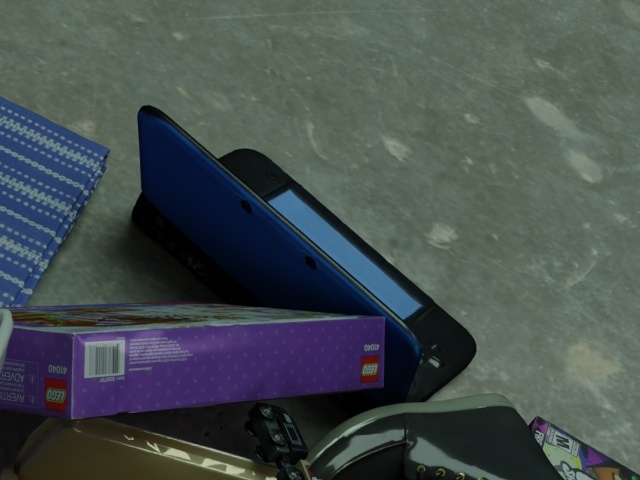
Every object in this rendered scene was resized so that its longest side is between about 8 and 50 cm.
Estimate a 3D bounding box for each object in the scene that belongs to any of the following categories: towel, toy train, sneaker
[{"bbox_3d":[-0.321,-0.027,1.295,0.243,0.040,0.336,26,35,-4],"label":"towel"},{"bbox_3d":[-0.009,0.170,1.080,0.036,0.027,0.158,14,37,-40],"label":"toy train"},{"bbox_3d":[0.090,0.185,1.253,0.222,0.083,0.118,-13,40,-30],"label":"sneaker"}]

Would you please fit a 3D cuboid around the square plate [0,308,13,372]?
[{"bbox_3d":[-0.335,0.194,0.843,0.347,0.344,0.049,-81,150,-52],"label":"square plate"}]

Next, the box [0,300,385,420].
[{"bbox_3d":[-0.123,0.078,1.150,0.201,0.057,0.293,3,2,42],"label":"box"}]

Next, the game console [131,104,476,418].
[{"bbox_3d":[0.000,0.000,1.368,0.293,0.173,0.250,42,37,13],"label":"game console"}]

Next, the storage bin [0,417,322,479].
[{"bbox_3d":[-0.088,0.264,1.035,0.260,0.123,0.262,19,38,-17],"label":"storage bin"}]

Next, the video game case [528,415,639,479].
[{"bbox_3d":[0.233,0.270,1.326,0.210,0.042,0.232,31,36,-1],"label":"video game case"}]
